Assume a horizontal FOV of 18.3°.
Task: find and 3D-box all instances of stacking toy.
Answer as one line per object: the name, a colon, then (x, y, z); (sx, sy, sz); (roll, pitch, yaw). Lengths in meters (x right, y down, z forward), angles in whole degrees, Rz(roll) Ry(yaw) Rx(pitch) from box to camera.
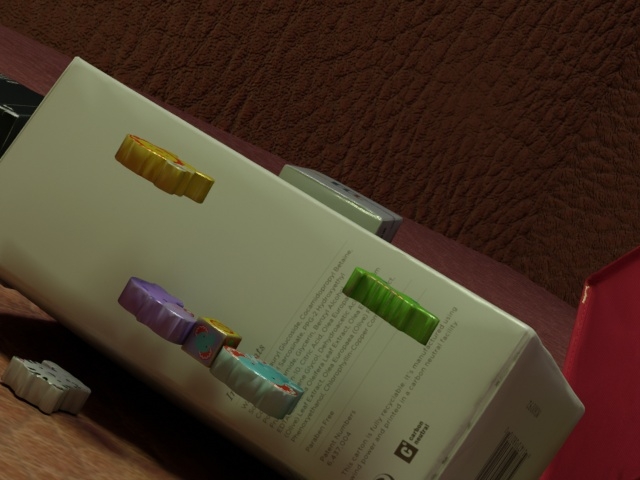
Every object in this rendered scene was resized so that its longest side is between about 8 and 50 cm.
stacking toy: (-0.064, 0.061, 1.146); (0.221, 0.167, 0.052); (32, 6, 23)

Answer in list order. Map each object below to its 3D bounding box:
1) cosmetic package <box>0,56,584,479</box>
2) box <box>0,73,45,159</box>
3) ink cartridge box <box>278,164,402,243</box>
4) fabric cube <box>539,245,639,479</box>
cosmetic package: (-0.034, 0.054, 1.280); (0.365, 0.155, 0.197); (33, -7, 23)
box: (-0.325, -0.106, 1.711); (0.184, 0.103, 0.261); (26, 5, 4)
ink cartridge box: (0.000, 0.000, 2.230); (0.127, 0.128, 0.176); (29, 5, 9)
fabric cube: (0.355, 0.144, 1.565); (0.258, 0.254, 0.259); (28, -30, -15)
